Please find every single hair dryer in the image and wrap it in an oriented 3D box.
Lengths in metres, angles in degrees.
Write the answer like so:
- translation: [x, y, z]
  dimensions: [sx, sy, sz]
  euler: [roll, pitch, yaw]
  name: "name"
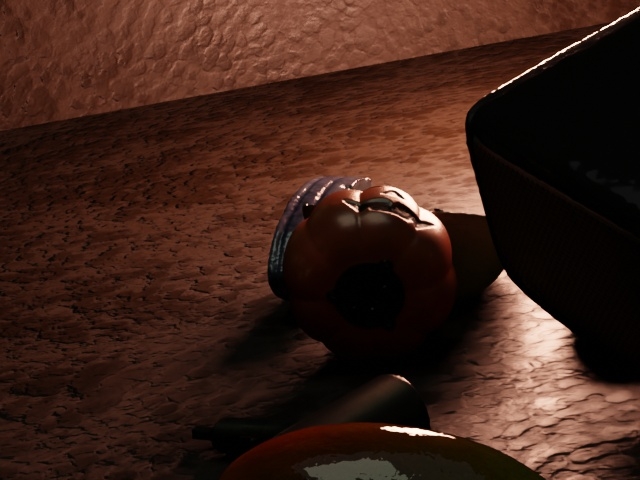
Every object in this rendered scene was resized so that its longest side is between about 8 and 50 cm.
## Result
- translation: [-0.052, 0.191, 1.508]
  dimensions: [0.195, 0.078, 0.248]
  euler: [-23, 12, -42]
  name: "hair dryer"

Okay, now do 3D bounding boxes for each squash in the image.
- translation: [0.117, -0.005, 1.936]
  dimensions: [0.237, 0.204, 0.155]
  euler: [7, 42, 13]
  name: "squash"

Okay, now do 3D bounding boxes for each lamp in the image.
- translation: [0.053, 0.032, 1.778]
  dimensions: [0.187, 0.188, 0.164]
  euler: [-6, 19, 7]
  name: "lamp"

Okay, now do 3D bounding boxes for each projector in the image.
- translation: [0.403, -0.053, 1.574]
  dimensions: [0.395, 0.242, 0.405]
  euler: [-31, 36, -17]
  name: "projector"

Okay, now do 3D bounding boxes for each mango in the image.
- translation: [0.056, 0.207, 1.267]
  dimensions: [0.289, 0.129, 0.146]
  euler: [2, 14, 3]
  name: "mango"

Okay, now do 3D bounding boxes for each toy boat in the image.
- translation: [0.000, 0.000, 2.033]
  dimensions: [0.078, 0.127, 0.283]
  euler: [2, 18, 15]
  name: "toy boat"
